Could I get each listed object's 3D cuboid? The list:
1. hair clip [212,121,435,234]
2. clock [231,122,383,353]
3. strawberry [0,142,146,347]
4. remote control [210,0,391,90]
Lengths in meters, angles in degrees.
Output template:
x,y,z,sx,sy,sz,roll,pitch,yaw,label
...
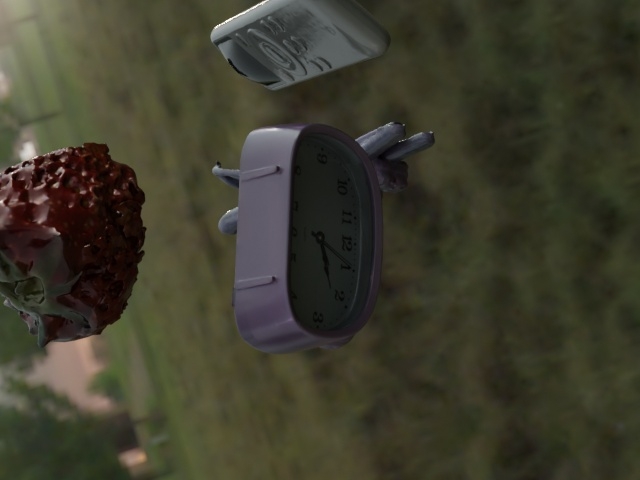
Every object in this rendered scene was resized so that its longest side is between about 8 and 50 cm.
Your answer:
x,y,z,sx,sy,sz,roll,pitch,yaw,label
0.001,-0.057,1.966,0.278,0.137,0.090,-12,71,40,hair clip
0.000,0.000,1.235,0.050,0.110,0.153,-10,73,46,clock
-0.255,-0.006,1.828,0.186,0.201,0.184,26,151,9,strawberry
-0.021,-0.132,1.243,0.067,0.029,0.261,39,169,-13,remote control
